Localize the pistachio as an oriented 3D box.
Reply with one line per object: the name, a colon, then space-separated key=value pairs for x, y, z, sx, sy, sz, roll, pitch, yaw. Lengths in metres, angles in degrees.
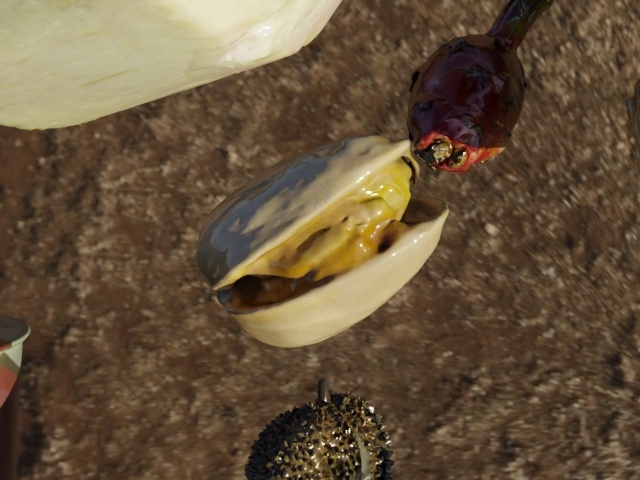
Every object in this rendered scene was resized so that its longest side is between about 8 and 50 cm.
pistachio: x=0.000 y=0.000 z=1.077 sx=0.229 sy=0.157 sz=0.157 roll=-30 pitch=73 yaw=29

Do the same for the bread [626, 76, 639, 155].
bread: x=0.420 y=-0.126 z=1.135 sx=0.288 sy=0.204 sz=0.156 roll=-15 pitch=82 yaw=8

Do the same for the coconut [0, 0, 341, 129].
coconut: x=-0.101 y=-0.159 z=0.475 sx=0.259 sy=0.259 sz=0.259 roll=-3 pitch=81 yaw=19

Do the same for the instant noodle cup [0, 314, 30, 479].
instant noodle cup: x=-0.407 y=0.180 z=1.303 sx=0.234 sy=0.235 sz=0.179 roll=2 pitch=101 yaw=20

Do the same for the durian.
durian: x=-0.001 y=0.273 z=1.651 sx=0.167 sy=0.196 sz=0.196 roll=4 pitch=83 yaw=36

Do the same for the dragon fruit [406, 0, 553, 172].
dragon fruit: x=0.177 y=-0.181 z=1.363 sx=0.246 sy=0.125 sz=0.125 roll=-59 pitch=31 yaw=-1
